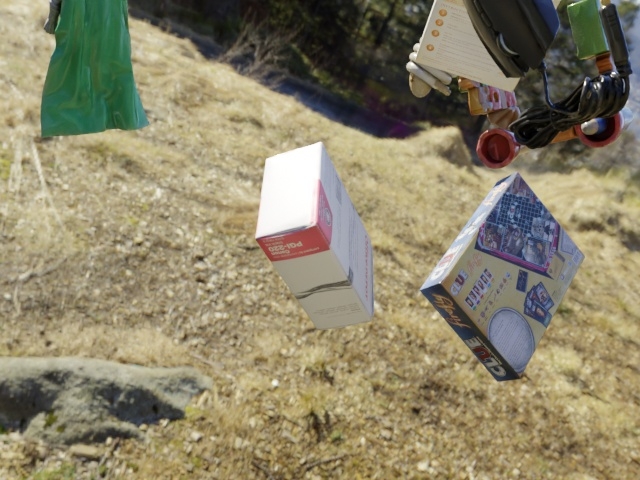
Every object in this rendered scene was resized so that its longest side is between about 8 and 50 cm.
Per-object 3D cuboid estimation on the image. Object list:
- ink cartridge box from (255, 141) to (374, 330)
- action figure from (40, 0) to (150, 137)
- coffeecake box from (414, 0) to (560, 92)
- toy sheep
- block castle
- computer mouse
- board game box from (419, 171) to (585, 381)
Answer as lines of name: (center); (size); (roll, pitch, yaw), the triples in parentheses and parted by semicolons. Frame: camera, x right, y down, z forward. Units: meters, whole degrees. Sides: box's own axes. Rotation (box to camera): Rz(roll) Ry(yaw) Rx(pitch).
ink cartridge box: (0.000, 0.000, 0.921); (0.092, 0.218, 0.159); (-14, 46, 19)
action figure: (-0.258, -0.239, 0.736); (0.063, 0.232, 0.137); (22, 27, 34)
coffeecake box: (0.218, -0.299, 0.845); (0.142, 0.186, 0.068); (18, 54, 2)
toy sheep: (0.185, -0.284, 1.032); (0.091, 0.132, 0.091); (33, 11, -7)
block castle: (0.425, -0.392, 1.332); (0.302, 0.454, 0.212); (-9, 7, 41)
computer mouse: (0.194, -0.218, 0.619); (0.060, 0.262, 0.184); (-15, 4, -14)
board game box: (0.252, 0.042, 0.886); (0.165, 0.042, 0.243); (49, 55, -9)
